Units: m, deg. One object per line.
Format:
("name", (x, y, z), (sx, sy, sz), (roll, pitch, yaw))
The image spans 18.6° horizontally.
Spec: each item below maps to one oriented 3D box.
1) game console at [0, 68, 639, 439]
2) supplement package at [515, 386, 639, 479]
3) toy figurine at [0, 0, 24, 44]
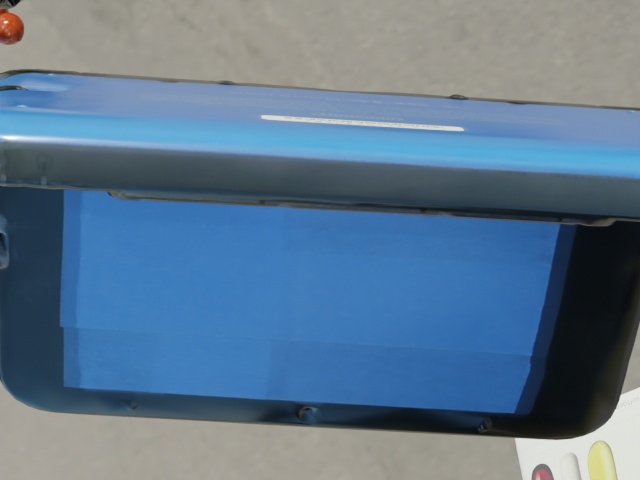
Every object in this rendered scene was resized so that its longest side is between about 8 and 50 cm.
("game console", (0.005, 0.026, 0.792), (0.250, 0.293, 0.173), (-105, 18, -79))
("supplement package", (0.338, 0.210, 1.679), (0.262, 0.204, 0.145), (-27, 59, 34))
("toy figurine", (-0.255, -0.220, 1.245), (0.209, 0.148, 0.213), (40, 154, -7))
